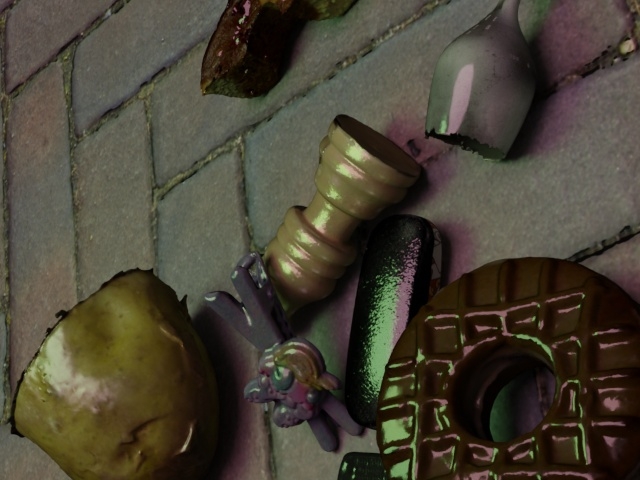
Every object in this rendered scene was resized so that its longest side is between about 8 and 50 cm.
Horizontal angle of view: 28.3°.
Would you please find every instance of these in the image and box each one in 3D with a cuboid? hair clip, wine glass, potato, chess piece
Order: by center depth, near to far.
[{"bbox_3d":[0.205,-0.223,1.506,0.126,0.126,0.241,13,82,49],"label":"wine glass"},{"bbox_3d":[-0.057,0.145,1.609,0.137,0.090,0.278,-37,76,28],"label":"hair clip"},{"bbox_3d":[0.000,0.000,1.667,0.139,0.124,0.307,34,109,10],"label":"chess piece"},{"bbox_3d":[-0.243,0.230,1.763,0.237,0.301,0.288,36,137,28],"label":"potato"}]

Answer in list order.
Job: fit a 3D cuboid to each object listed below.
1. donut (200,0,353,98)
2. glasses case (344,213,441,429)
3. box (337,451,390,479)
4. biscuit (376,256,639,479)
[{"bbox_3d":[-0.065,-0.337,1.858,0.295,0.112,0.151,-41,47,28],"label":"donut"},{"bbox_3d":[0.089,0.099,1.546,0.103,0.067,0.266,1,77,44],"label":"glasses case"},{"bbox_3d":[0.061,0.319,1.532,0.125,0.027,0.126,-7,70,46],"label":"box"},{"bbox_3d":[0.208,0.168,1.321,0.332,0.103,0.332,-17,55,27],"label":"biscuit"}]
